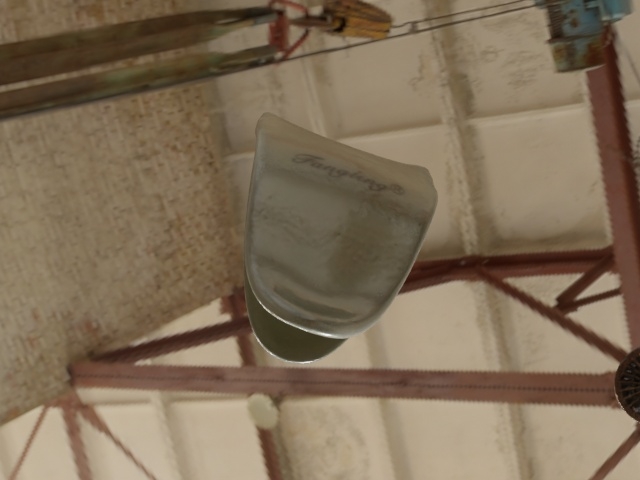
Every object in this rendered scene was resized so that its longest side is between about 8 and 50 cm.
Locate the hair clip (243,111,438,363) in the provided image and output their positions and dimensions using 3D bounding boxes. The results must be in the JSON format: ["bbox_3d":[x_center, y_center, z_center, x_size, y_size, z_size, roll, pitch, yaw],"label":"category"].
[{"bbox_3d":[0.006,-0.015,0.940,0.173,0.282,0.113,20,-37,-4],"label":"hair clip"}]

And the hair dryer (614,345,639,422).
[{"bbox_3d":[0.218,0.163,0.642,0.050,0.173,0.194,-11,-104,25],"label":"hair dryer"}]
